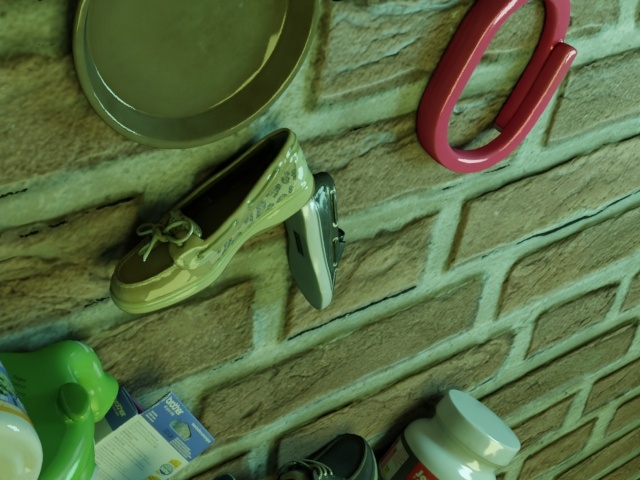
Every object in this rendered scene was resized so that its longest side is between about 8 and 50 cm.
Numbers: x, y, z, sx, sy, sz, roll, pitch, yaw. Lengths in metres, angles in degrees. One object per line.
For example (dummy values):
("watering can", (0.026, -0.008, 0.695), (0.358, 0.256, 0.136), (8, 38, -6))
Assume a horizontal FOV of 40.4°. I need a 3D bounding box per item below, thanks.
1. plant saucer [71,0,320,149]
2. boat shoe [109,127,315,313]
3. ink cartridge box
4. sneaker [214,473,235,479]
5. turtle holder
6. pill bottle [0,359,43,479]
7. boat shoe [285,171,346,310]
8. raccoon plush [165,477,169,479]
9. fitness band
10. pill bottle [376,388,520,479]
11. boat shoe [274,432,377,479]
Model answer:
("plant saucer", (-0.123, -0.221, 0.881), (0.278, 0.041, 0.278), (-24, 137, -24))
("boat shoe", (-0.133, -0.027, 1.013), (0.285, 0.104, 0.089), (-40, 139, -22))
("ink cartridge box", (-0.310, 0.320, 1.196), (0.311, 0.065, 0.186), (-34, 143, -8))
("sneaker", (-0.182, 0.434, 1.438), (0.098, 0.038, 0.069), (-23, 137, -24))
("turtle holder", (-0.364, 0.243, 0.961), (0.243, 0.320, 0.227), (0, 127, -6))
("pill bottle", (-0.370, 0.128, 0.789), (0.152, 0.272, 0.152), (-25, 139, -23))
("boat shoe", (0.000, 0.000, 1.176), (0.076, 0.080, 0.228), (-31, 135, -21))
("raccoon plush", (-0.197, 0.445, 1.302), (0.299, 0.216, 0.446), (-51, 173, 23))
("fitness band", (0.246, -0.228, 1.206), (0.209, 0.054, 0.291), (7, 119, -42))
("pill bottle", (0.208, 0.481, 1.698), (0.210, 0.210, 0.363), (21, 109, -50))
("boat shoe", (-0.009, 0.433, 1.453), (0.355, 0.132, 0.130), (-49, 129, -51))
